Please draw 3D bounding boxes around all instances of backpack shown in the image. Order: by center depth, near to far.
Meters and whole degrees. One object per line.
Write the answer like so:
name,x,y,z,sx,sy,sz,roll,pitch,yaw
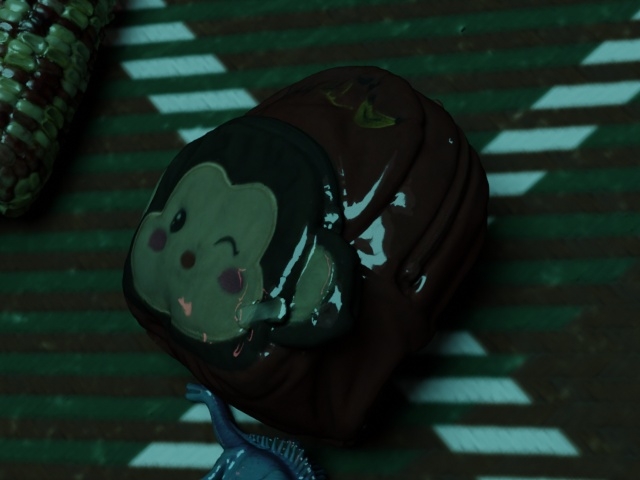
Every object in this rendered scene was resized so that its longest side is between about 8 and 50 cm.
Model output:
backpack,-0.001,-0.001,0.890,0.229,0.139,0.229,-25,45,28

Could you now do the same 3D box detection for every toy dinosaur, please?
toy dinosaur,-0.037,0.147,0.881,0.080,0.045,0.197,-42,47,-4

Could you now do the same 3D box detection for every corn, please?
corn,-0.199,-0.155,1.066,0.098,0.098,0.289,7,70,26
